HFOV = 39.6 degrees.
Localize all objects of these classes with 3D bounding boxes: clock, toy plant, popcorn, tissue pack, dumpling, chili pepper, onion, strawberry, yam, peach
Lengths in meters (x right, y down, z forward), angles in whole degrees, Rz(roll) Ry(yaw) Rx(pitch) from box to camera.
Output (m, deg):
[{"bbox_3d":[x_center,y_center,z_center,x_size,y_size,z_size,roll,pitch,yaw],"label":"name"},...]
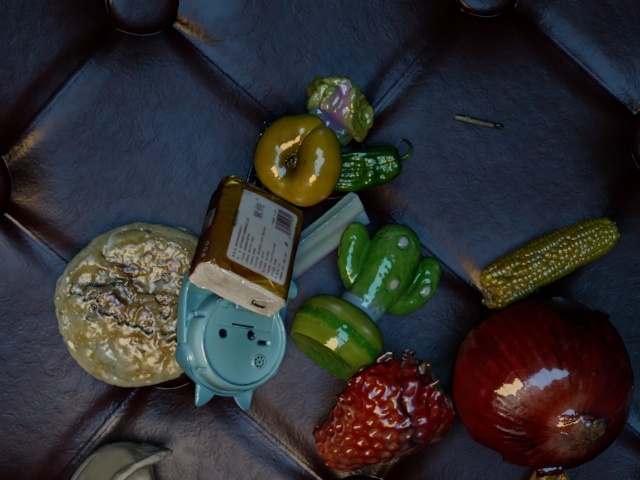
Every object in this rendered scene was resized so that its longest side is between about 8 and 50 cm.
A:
[{"bbox_3d":[-0.160,0.184,1.687,0.223,0.094,0.274,10,79,-32],"label":"clock"},{"bbox_3d":[0.090,0.102,1.740,0.224,0.184,0.316,42,70,-10],"label":"toy plant"},{"bbox_3d":[0.037,-0.257,1.753,0.145,0.126,0.126,32,101,-31],"label":"popcorn"},{"bbox_3d":[-0.132,0.009,1.636,0.183,0.092,0.226,26,49,-18],"label":"tissue pack"},{"bbox_3d":[-0.393,0.487,1.639,0.175,0.227,0.244,17,94,-2],"label":"dumpling"},{"bbox_3d":[0.058,-0.146,1.771,0.256,0.074,0.100,-8,106,0],"label":"chili pepper"},{"bbox_3d":[0.427,0.255,1.681,0.341,0.341,0.342,0,88,-5],"label":"onion"},{"bbox_3d":[0.124,0.343,1.668,0.280,0.253,0.150,-24,49,-4],"label":"strawberry"},{"bbox_3d":[0.327,-0.245,1.831,0.107,0.014,0.014,12,87,-4],"label":"yam"},{"bbox_3d":[-0.038,-0.155,1.694,0.179,0.103,0.179,1,92,19],"label":"peach"}]

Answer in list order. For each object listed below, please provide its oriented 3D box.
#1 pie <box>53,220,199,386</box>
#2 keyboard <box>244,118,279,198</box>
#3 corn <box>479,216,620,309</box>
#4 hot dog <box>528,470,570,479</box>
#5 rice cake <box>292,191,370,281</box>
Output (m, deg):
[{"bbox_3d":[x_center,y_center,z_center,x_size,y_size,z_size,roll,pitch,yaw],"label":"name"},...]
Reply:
[{"bbox_3d":[-0.345,0.122,1.723,0.338,0.077,0.339,0,88,-8],"label":"pie"},{"bbox_3d":[-0.111,-0.116,1.774,0.087,0.017,0.251,15,86,17],"label":"keyboard"},{"bbox_3d":[0.461,0.036,1.797,0.312,0.102,0.102,-29,91,-8],"label":"corn"},{"bbox_3d":[0.427,0.565,1.793,0.092,0.062,0.236,32,83,-4],"label":"hot dog"},{"bbox_3d":[0.001,-0.001,1.769,0.221,0.042,0.080,-38,125,-7],"label":"rice cake"}]
